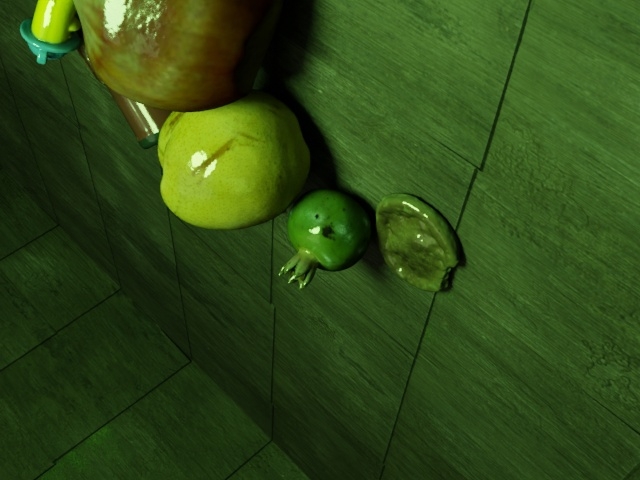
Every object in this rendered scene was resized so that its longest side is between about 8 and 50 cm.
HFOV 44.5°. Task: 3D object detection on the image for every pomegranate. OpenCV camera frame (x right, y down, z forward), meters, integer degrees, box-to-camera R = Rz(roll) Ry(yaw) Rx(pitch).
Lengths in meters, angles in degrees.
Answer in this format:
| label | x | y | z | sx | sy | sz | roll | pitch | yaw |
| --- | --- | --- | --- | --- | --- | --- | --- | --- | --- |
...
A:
| label | x | y | z | sx | sy | sz | roll | pitch | yaw |
| --- | --- | --- | --- | --- | --- | --- | --- | --- | --- |
| pomegranate | 0.002 | 0.001 | 1.640 | 0.187 | 0.225 | 0.187 | 32 | 158 | 15 |

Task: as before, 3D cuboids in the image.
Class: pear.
| label | x | y | z | sx | sy | sz | roll | pitch | yaw |
| --- | --- | --- | --- | --- | --- | --- | --- | --- | --- |
| pear | -0.181 | -0.169 | 1.622 | 0.314 | 0.314 | 0.314 | 37 | 149 | 27 |

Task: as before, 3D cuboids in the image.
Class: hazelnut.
| label | x | y | z | sx | sy | sz | roll | pitch | yaw |
| --- | --- | --- | --- | --- | --- | --- | --- | --- | --- |
| hazelnut | -0.246 | -0.410 | 1.405 | 0.366 | 0.366 | 0.365 | 37 | 149 | 27 |

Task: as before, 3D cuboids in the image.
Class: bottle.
| label | x | y | z | sx | sy | sz | roll | pitch | yaw |
| --- | --- | --- | --- | --- | --- | --- | --- | --- | --- |
| bottle | -0.472 | -0.409 | 1.987 | 0.144 | 0.144 | 0.336 | -6 | 115 | 59 |

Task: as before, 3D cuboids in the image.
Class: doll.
| label | x | y | z | sx | sy | sz | roll | pitch | yaw |
| --- | --- | --- | --- | --- | --- | --- | --- | --- | --- |
| doll | -0.465 | -0.498 | 1.432 | 0.145 | 0.362 | 0.199 | 16 | 178 | -14 |

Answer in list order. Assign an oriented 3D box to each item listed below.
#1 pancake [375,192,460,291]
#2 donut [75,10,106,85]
| label | x | y | z | sx | sy | sz | roll | pitch | yaw |
| --- | --- | --- | --- | --- | --- | --- | --- | --- | --- |
| pancake | 0.185 | 0.008 | 1.565 | 0.222 | 0.042 | 0.236 | 50 | 153 | 1 |
| donut | -0.399 | -0.467 | 1.655 | 0.136 | 0.345 | 0.259 | -24 | 93 | 24 |
